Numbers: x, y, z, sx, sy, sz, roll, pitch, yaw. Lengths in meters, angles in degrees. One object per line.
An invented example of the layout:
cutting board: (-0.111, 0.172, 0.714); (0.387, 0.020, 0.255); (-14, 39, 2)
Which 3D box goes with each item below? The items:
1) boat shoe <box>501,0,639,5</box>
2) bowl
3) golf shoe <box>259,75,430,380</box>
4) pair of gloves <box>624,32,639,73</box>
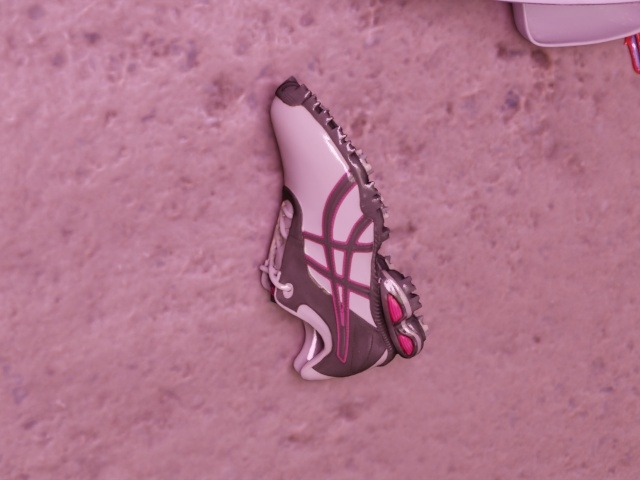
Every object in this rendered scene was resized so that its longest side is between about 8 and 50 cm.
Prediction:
boat shoe: (0.155, -0.250, 0.920); (0.335, 0.121, 0.119); (2, 105, 1)
bowl: (0.227, -0.248, 1.034); (0.142, 0.053, 0.142); (-11, 108, -18)
golf shoe: (0.000, 0.000, 0.985); (0.120, 0.105, 0.273); (-24, 111, -7)
pair of gloves: (0.377, -0.154, 1.137); (0.159, 0.023, 0.198); (-21, 110, -14)
